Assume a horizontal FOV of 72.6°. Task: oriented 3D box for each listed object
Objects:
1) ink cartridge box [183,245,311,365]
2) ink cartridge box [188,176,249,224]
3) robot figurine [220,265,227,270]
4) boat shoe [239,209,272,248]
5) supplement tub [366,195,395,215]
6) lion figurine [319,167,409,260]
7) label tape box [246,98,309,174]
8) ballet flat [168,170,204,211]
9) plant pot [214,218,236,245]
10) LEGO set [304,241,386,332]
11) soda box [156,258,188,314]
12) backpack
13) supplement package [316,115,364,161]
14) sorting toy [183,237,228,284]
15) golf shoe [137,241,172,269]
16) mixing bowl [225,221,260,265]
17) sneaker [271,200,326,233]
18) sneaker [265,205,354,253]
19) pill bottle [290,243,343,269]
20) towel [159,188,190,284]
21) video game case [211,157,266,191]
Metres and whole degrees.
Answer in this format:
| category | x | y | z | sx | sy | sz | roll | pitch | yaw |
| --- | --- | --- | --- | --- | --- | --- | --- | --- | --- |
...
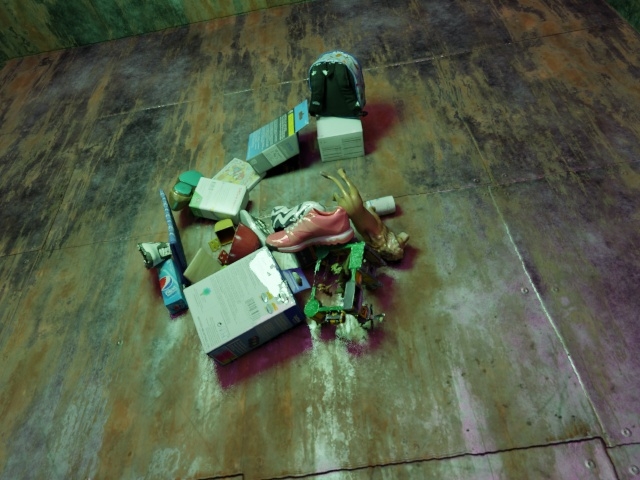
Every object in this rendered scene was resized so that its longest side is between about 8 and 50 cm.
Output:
| category | x | y | z | sx | sy | sz | roll | pitch | yaw |
| --- | --- | --- | --- | --- | --- | --- | --- | --- | --- |
| ink cartridge box | -0.234 | 0.207 | 1.505 | 0.395 | 0.151 | 0.270 | -29 | 58 | -3 |
| ink cartridge box | -0.431 | -0.170 | 1.878 | 0.212 | 0.093 | 0.154 | 11 | 63 | 8 |
| robot figurine | -0.351 | 0.146 | 1.661 | 0.115 | 0.067 | 0.101 | -19 | 82 | -4 |
| boat shoe | -0.258 | -0.048 | 1.791 | 0.070 | 0.078 | 0.219 | -23 | 60 | -31 |
| supplement tub | 0.242 | -0.136 | 1.758 | 0.107 | 0.071 | 0.071 | -14 | 51 | 0 |
| lion figurine | 0.152 | -0.086 | 1.583 | 0.142 | 0.392 | 0.240 | -44 | 32 | 16 |
| label tape box | -0.172 | -0.472 | 1.997 | 0.333 | 0.106 | 0.241 | -25 | 40 | 18 |
| ballet flat | -0.605 | -0.214 | 1.946 | 0.116 | 0.124 | 0.342 | 24 | 21 | -15 |
| plant pot | -0.393 | -0.044 | 1.815 | 0.081 | 0.081 | 0.083 | -19 | 41 | -4 |
| LEGO set | 0.100 | 0.166 | 1.516 | 0.255 | 0.192 | 0.331 | -17 | 52 | 30 |
| soda box | -0.573 | 0.175 | 1.682 | 0.067 | 0.071 | 0.210 | -25 | 52 | -8 |
| backpack | 0.077 | -0.690 | 1.915 | 0.276 | 0.263 | 0.213 | 5 | 53 | 17 |
| supplement package | 0.089 | -0.520 | 2.042 | 0.204 | 0.145 | 0.262 | -8 | 52 | 5 |
| sorting toy | -0.452 | 0.115 | 1.675 | 0.046 | 0.132 | 0.274 | -10 | 42 | 37 |
| golf shoe | -0.643 | 0.041 | 1.711 | 0.120 | 0.105 | 0.273 | -17 | 10 | -15 |
| mixing bowl | -0.294 | 0.028 | 1.696 | 0.098 | 0.181 | 0.181 | 19 | 54 | -7 |
| sneaker | -0.096 | -0.070 | 1.762 | 0.235 | 0.094 | 0.153 | -1 | 54 | 11 |
| sneaker | -0.045 | -0.049 | 1.518 | 0.313 | 0.136 | 0.116 | -10 | 23 | 5 |
| pill bottle | 0.000 | 0.000 | 1.663 | 0.245 | 0.130 | 0.130 | -28 | 52 | -10 |
| towel | -0.578 | -0.012 | 1.713 | 0.040 | 0.243 | 0.336 | -16 | 46 | -15 |
| video game case | -0.399 | -0.280 | 2.031 | 0.206 | 0.026 | 0.227 | 26 | 62 | 28 |
